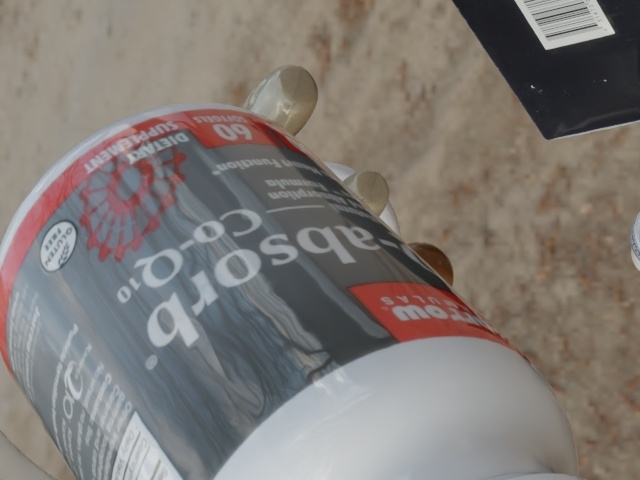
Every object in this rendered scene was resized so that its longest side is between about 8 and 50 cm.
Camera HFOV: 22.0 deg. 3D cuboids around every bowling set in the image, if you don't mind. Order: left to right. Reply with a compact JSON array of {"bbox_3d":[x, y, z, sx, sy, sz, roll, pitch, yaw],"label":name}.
[{"bbox_3d":[-0.017,0.031,1.257,0.154,0.200,0.287,-45,19,52],"label":"bowling set"}]

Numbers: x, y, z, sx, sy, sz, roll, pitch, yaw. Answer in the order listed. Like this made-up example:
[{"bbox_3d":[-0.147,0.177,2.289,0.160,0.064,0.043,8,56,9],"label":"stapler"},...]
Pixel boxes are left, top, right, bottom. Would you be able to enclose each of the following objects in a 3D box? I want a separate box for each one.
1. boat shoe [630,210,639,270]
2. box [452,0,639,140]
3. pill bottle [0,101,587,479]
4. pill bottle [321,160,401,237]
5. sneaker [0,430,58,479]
[{"bbox_3d":[0.414,-0.026,1.519,0.088,0.267,0.096,75,172,-73],"label":"boat shoe"},{"bbox_3d":[0.232,-0.325,1.528,0.179,0.343,0.313,-11,51,29],"label":"box"},{"bbox_3d":[-0.006,0.098,0.808,0.363,0.210,0.210,45,130,45],"label":"pill bottle"},{"bbox_3d":[0.000,0.000,1.652,0.283,0.160,0.160,-54,-35,-87],"label":"pill bottle"},{"bbox_3d":[-0.220,0.241,0.939,0.130,0.323,0.236,-6,48,30],"label":"sneaker"}]
